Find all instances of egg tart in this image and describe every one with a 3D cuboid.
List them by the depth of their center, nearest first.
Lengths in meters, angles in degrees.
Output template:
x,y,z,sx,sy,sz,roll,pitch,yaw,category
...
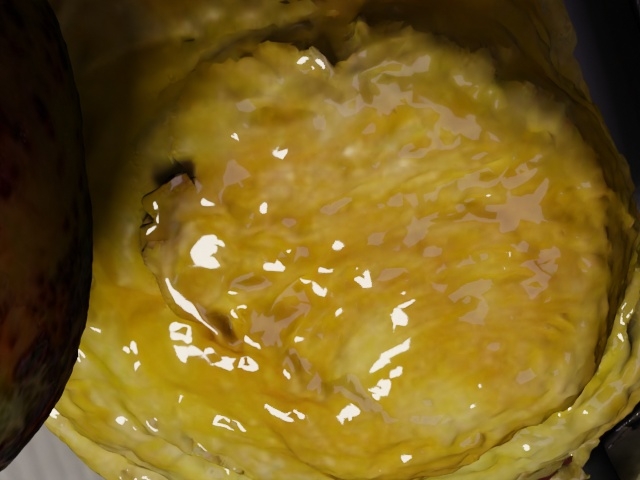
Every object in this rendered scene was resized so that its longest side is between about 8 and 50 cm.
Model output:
x,y,z,sx,sy,sz,roll,pitch,yaw,category
0.000,0.000,0.635,0.339,0.153,0.352,-21,111,-4,egg tart

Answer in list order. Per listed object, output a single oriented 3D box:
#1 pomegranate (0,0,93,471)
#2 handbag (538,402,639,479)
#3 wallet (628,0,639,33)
x,y,z,sx,sy,sz,roll,pitch,yaw,category
-0.251,-0.015,0.461,0.340,0.285,0.285,-3,94,-31,pomegranate
0.186,0.167,0.780,0.254,0.181,0.181,-37,110,-24,handbag
0.215,-0.145,0.843,0.124,0.025,0.244,-35,112,-51,wallet
